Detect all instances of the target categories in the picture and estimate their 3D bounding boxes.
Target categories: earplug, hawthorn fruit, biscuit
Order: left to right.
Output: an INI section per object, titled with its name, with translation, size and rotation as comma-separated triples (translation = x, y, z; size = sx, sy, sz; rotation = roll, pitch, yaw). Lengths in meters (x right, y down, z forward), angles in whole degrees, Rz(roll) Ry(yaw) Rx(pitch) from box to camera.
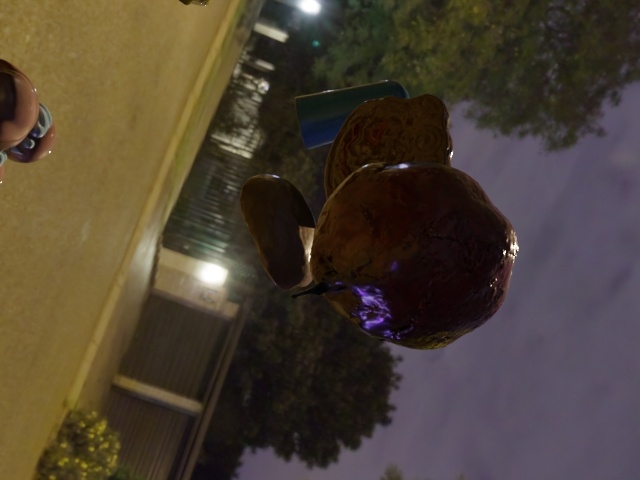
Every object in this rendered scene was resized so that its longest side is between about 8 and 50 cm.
[earplug]
translation = 0.083, -0.317, 1.751
size = 0.132, 0.273, 0.132
rotation = -13, 90, -84
[biscuit]
translation = 0.125, -0.150, 1.364
size = 0.049, 0.257, 0.273
rotation = 28, 67, -56
[hawthorn fruit]
translation = 0.069, 0.018, 0.647
size = 0.235, 0.181, 0.181
rotation = -15, 139, -45

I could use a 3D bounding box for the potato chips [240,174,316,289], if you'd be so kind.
[potato chips]
translation = -0.052, -0.021, 1.201
size = 0.062, 0.195, 0.208
rotation = -25, -145, 29

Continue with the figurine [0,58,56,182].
[figurine]
translation = -0.700, -0.296, 1.364
size = 0.248, 0.388, 0.277
rotation = -35, -167, 45

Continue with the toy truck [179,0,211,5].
[toy truck]
translation = -0.322, -0.542, 1.293
size = 0.405, 0.254, 0.181
rotation = 26, -90, 40
